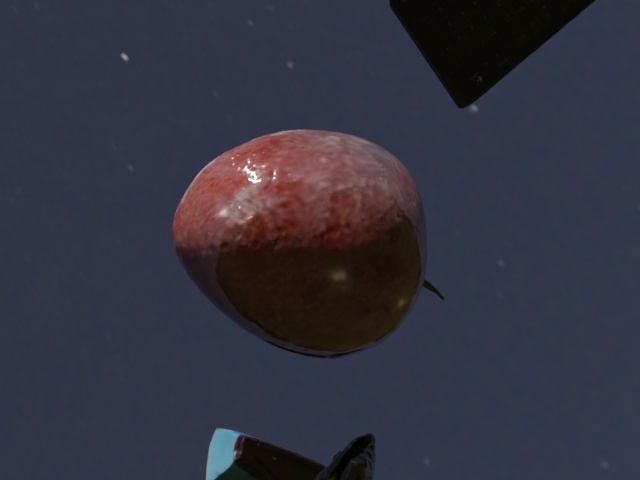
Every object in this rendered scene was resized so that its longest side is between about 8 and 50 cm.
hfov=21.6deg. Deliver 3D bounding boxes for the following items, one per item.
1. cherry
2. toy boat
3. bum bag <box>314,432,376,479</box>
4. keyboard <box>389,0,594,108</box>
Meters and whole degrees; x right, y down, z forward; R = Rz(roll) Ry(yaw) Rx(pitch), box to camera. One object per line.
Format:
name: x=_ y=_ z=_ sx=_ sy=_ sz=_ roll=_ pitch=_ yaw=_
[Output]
cherry: x=0.000 y=0.000 z=1.655 sx=0.285 sy=0.236 sz=0.213 roll=20 pitch=-75 yaw=-13
toy boat: x=0.020 y=0.344 z=2.058 sx=0.392 sy=0.136 sz=0.079 roll=35 pitch=-46 yaw=-30
bum bag: x=0.002 y=0.246 z=1.097 sx=0.069 sy=0.102 sz=0.248 roll=12 pitch=-103 yaw=-11
keyboard: x=0.205 y=-0.238 z=1.144 sx=0.381 sy=0.041 sz=0.103 roll=-43 pitch=-74 yaw=-22
